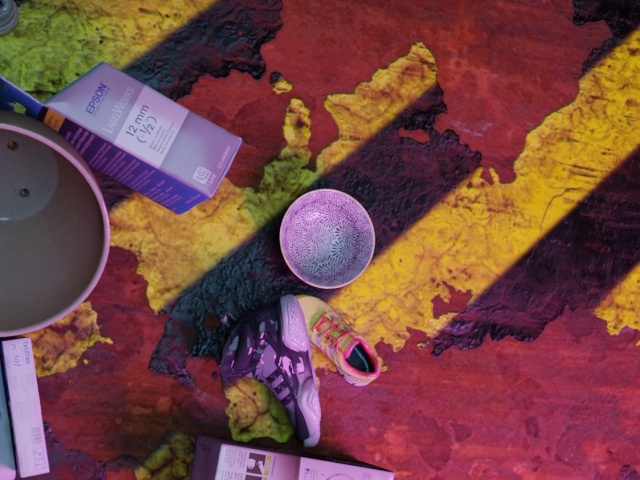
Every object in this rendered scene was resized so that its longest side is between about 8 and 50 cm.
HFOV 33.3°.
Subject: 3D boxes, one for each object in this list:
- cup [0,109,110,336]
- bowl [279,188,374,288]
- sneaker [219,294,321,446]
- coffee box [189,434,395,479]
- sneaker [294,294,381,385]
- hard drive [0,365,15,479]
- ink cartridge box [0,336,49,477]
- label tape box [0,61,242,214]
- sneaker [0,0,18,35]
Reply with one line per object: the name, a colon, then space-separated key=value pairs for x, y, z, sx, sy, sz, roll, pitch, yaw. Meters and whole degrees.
cup: x=-0.476 y=-0.061 z=1.571 sx=0.331 sy=0.237 sz=0.331 roll=-5 pitch=118 yaw=-9
bowl: x=0.000 y=0.000 z=1.838 sx=0.170 sy=0.080 sz=0.170 roll=2 pitch=84 yaw=-19
sneaker: x=-0.086 y=0.226 z=1.784 sx=0.153 sy=0.101 sz=0.269 roll=-10 pitch=106 yaw=1
coffee box: x=-0.051 y=0.402 z=1.737 sx=0.297 sy=0.168 sz=0.119 roll=13 pitch=81 yaw=-17
sneaker: x=0.029 y=0.165 z=1.826 sx=0.208 sy=0.094 sz=0.081 roll=41 pitch=75 yaw=-10
hard drive: x=-0.585 y=0.285 z=1.539 sx=0.307 sy=0.040 sz=0.203 roll=-9 pitch=91 yaw=-55
ink cartridge box: x=-0.457 y=0.254 z=1.649 sx=0.046 sy=0.097 sz=0.207 roll=-8 pitch=88 yaw=-20
label tape box: x=-0.320 y=-0.177 z=1.654 sx=0.347 sy=0.249 sz=0.115 roll=31 pitch=76 yaw=-14
sneaker: x=-0.584 y=-0.380 z=1.653 sx=0.232 sy=0.115 sz=0.090 roll=1 pitch=85 yaw=-19
